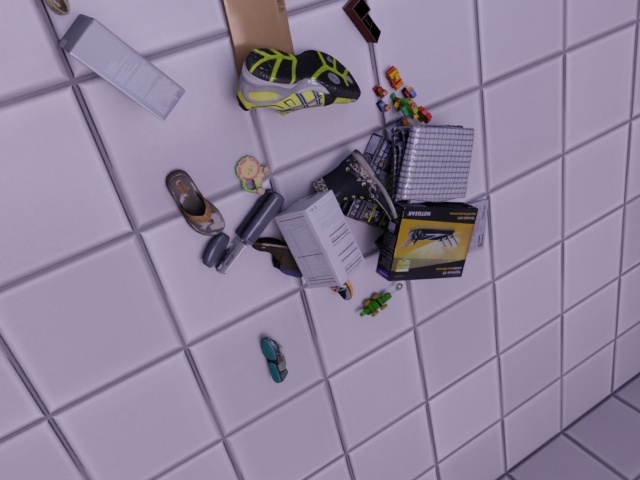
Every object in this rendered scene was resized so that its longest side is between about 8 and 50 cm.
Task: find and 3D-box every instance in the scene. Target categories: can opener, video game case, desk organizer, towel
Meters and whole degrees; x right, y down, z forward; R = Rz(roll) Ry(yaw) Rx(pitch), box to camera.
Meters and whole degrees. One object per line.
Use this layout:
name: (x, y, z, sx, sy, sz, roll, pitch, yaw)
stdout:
can opener: (-0.220, -0.032, 1.619, 0.095, 0.076, 0.283, 37, 88, -38)
video game case: (0.534, -0.039, 2.121, 0.183, 0.023, 0.201, -16, 119, -26)
desk organizer: (0.123, -0.607, 1.595, 0.047, 0.050, 0.130, -50, 127, -3)
towel: (0.332, -0.239, 1.774, 0.284, 0.121, 0.235, -7, 112, -33)

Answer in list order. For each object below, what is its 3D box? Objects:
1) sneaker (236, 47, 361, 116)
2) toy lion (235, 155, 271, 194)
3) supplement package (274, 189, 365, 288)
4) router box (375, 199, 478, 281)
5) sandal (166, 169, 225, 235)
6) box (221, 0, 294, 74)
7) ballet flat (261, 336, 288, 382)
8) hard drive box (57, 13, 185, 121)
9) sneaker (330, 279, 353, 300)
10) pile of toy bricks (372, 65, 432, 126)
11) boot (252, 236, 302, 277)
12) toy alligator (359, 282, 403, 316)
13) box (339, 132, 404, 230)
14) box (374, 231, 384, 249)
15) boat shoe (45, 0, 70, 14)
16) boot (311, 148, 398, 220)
sneaker: (-0.058, -0.411, 1.539, 0.385, 0.145, 0.147, -3, 149, -39)
toy lion: (-0.192, -0.182, 1.600, 0.096, 0.034, 0.100, 10, 105, -28)
supplement package: (0.000, 0.000, 1.668, 0.134, 0.139, 0.244, -40, 112, -42)
router box: (0.340, -0.001, 1.843, 0.309, 0.081, 0.242, -2, 111, -30)
sandal: (-0.327, -0.092, 1.534, 0.090, 0.060, 0.219, -36, 125, -14)
box: (-0.156, -0.541, 1.468, 0.164, 0.021, 0.201, -24, 122, -22)
ballet flat: (-0.144, 0.371, 1.861, 0.070, 0.070, 0.188, -23, 123, -22)
hard drive box: (-0.435, -0.379, 1.266, 0.232, 0.181, 0.089, 36, 91, -37)
sneaker: (0.031, 0.116, 1.841, 0.083, 0.084, 0.215, -40, 115, -12)
pile of toy bricks: (0.255, -0.407, 1.731, 0.118, 0.105, 0.212, -45, 127, -7)
boot: (-0.118, 0.054, 1.717, 0.219, 0.082, 0.106, 9, 103, -36)
toy alligator: (0.209, 0.212, 2.014, 0.190, 0.056, 0.051, -34, 167, -17)
box: (0.201, -0.174, 1.830, 0.216, 0.060, 0.270, 18, 101, -37)
box: (0.310, -0.003, 1.942, 0.207, 0.108, 0.153, -45, 126, -7)
boat shoe: (-0.577, -0.534, 1.190, 0.056, 0.048, 0.153, -41, 126, -11)
boot: (0.103, -0.128, 1.712, 0.179, 0.085, 0.236, -33, 93, 5)
